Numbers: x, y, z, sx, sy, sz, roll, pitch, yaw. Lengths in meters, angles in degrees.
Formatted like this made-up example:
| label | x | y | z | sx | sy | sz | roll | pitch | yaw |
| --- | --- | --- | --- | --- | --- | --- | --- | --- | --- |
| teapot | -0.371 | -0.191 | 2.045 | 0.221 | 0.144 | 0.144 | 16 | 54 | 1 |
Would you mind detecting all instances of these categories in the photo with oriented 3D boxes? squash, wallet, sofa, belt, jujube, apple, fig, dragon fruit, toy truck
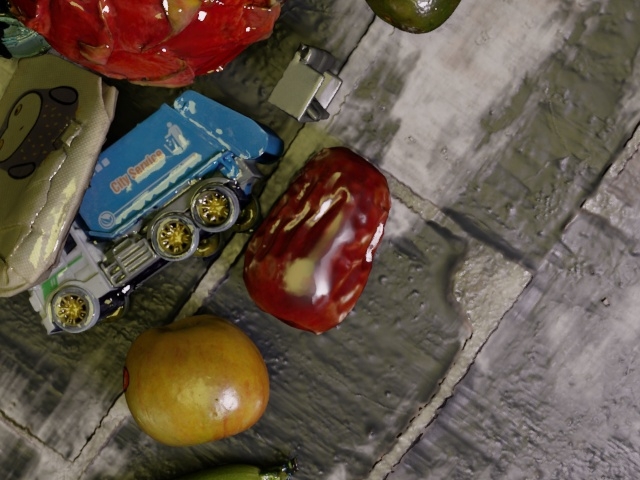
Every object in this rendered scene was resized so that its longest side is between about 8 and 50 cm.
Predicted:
| label | x | y | z | sx | sy | sz | roll | pitch | yaw |
| --- | --- | --- | --- | --- | --- | --- | --- | --- | --- |
| squash | -0.183 | 0.353 | 1.347 | 0.331 | 0.087 | 0.087 | -19 | 95 | 7 |
| wallet | -0.365 | -0.077 | 1.226 | 0.275 | 0.068 | 0.335 | 14 | 78 | 41 |
| sofa | -0.006 | -0.186 | 1.226 | 0.060 | 0.147 | 0.085 | 32 | 100 | 5 |
| belt | -0.393 | -0.288 | 1.285 | 0.140 | 0.058 | 0.105 | 16 | 78 | 11 |
| jujube | 0.000 | 0.000 | 1.249 | 0.155 | 0.155 | 0.230 | 31 | 94 | 2 |
| apple | -0.157 | 0.173 | 1.277 | 0.182 | 0.182 | 0.155 | -15 | 87 | 8 |
| fig | 0.137 | -0.327 | 1.225 | 0.117 | 0.117 | 0.177 | 44 | 78 | -1 |
| dragon fruit | -0.208 | -0.316 | 1.171 | 0.342 | 0.277 | 0.277 | 18 | 100 | -22 |
| toy truck | -0.212 | -0.034 | 1.273 | 0.367 | 0.146 | 0.175 | -36 | 85 | 6 |
